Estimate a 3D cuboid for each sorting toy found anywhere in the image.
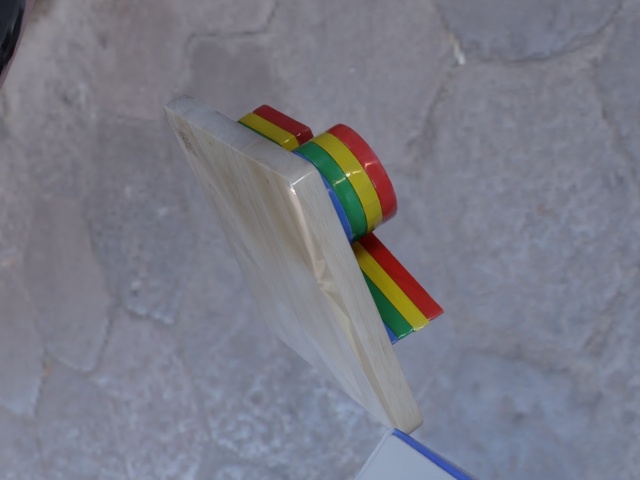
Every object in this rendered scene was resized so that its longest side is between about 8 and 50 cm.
[{"bbox_3d":[0.000,0.000,1.153,0.255,0.089,0.257,33,151,56],"label":"sorting toy"}]

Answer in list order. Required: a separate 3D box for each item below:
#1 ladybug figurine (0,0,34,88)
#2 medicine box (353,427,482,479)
[{"bbox_3d":[-0.260,-0.117,0.614,0.162,0.305,0.449,7,61,37],"label":"ladybug figurine"},{"bbox_3d":[0.166,0.304,1.072,0.263,0.289,0.149,31,86,35],"label":"medicine box"}]
